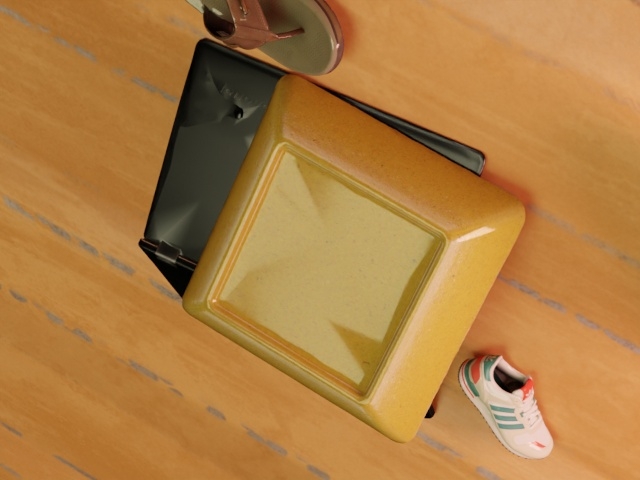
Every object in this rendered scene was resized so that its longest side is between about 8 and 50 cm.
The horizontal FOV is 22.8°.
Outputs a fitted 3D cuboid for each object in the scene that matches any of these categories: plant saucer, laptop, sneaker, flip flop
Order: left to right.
[{"bbox_3d":[-0.099,-0.262,1.770,0.277,0.080,0.112,33,139,7],"label":"flip flop"},{"bbox_3d":[0.000,0.000,1.985,0.382,0.236,0.408,24,166,17],"label":"laptop"},{"bbox_3d":[0.017,0.029,1.819,0.333,0.081,0.333,30,110,14],"label":"plant saucer"},{"bbox_3d":[0.242,0.205,1.960,0.161,0.057,0.075,50,144,-9],"label":"sneaker"}]
